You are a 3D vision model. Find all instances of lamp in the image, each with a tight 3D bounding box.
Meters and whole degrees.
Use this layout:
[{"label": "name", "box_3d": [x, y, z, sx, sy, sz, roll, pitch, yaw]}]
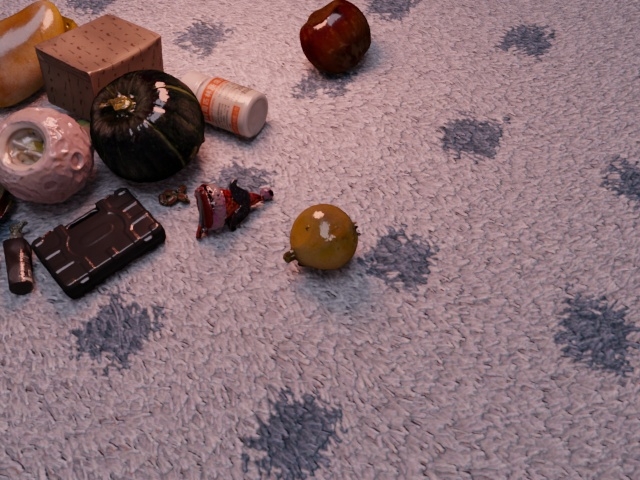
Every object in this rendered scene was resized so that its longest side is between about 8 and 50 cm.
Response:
[{"label": "lamp", "box_3d": [-0.405, -0.120, 1.579, 0.083, 0.031, 0.063, -17, 55, -6]}]

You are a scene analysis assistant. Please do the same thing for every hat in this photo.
[{"label": "hat", "box_3d": [-0.226, -0.094, 1.526, 0.227, 0.129, 0.140, -13, 96, -28]}]

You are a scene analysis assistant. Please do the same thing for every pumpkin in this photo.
[{"label": "pumpkin", "box_3d": [-0.478, -0.314, 1.586, 0.323, 0.241, 0.323, -6, 66, 12]}]

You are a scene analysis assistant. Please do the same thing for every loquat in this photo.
[{"label": "loquat", "box_3d": [0.000, 0.000, 1.413, 0.204, 0.149, 0.172, -33, 64, -7]}]

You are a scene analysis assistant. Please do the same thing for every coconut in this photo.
[{"label": "coconut", "box_3d": [-0.697, -0.316, 1.694, 0.083, 0.082, 0.081, -16, 94, -6]}]

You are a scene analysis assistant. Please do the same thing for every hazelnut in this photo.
[{"label": "hazelnut", "box_3d": [0.048, -0.654, 1.856, 0.234, 0.218, 0.218, -41, 62, -2]}]

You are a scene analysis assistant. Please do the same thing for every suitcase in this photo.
[{"label": "suitcase", "box_3d": [-0.567, 0.002, 1.474, 0.285, 0.066, 0.206, -38, 63, -22]}]

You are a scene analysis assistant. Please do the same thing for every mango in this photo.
[{"label": "mango", "box_3d": [-0.943, -0.579, 1.782, 0.221, 0.199, 0.384, 39, 90, -8]}]

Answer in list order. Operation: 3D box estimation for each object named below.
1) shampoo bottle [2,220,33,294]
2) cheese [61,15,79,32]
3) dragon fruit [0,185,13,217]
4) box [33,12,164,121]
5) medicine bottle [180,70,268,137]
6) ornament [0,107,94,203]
[{"label": "shampoo bottle", "box_3d": [-0.766, 0.038, 1.458, 0.064, 0.057, 0.207, -18, 57, -11]}, {"label": "cheese", "box_3d": [-0.822, -0.658, 1.878, 0.093, 0.171, 0.126, 26, 58, 16]}, {"label": "dragon fruit", "box_3d": [-0.967, -0.098, 1.522, 0.268, 0.130, 0.295, 32, 61, 16]}, {"label": "box", "box_3d": [-0.652, -0.519, 1.735, 0.225, 0.190, 0.297, 26, 48, 17]}, {"label": "medicine bottle", "box_3d": [-0.293, -0.409, 1.711, 0.252, 0.144, 0.144, 23, 59, 18]}, {"label": "ornament", "box_3d": [-0.737, -0.224, 1.533, 0.259, 0.225, 0.259, 0, 83, 1]}]
